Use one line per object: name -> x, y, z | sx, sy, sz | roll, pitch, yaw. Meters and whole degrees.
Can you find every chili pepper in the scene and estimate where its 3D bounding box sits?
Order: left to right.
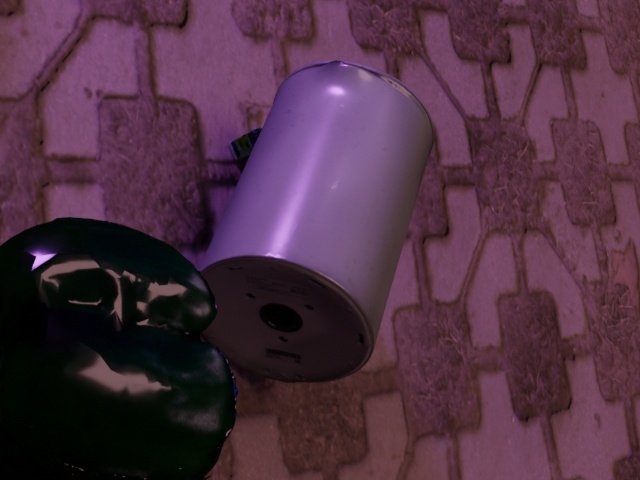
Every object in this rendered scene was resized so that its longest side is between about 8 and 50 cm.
chili pepper -> -0.216, 0.121, 1.693 | 0.256, 0.233, 0.248 | 12, 45, -44

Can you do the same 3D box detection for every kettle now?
kettle -> 0.011, -0.005, 2.094 | 0.265, 0.205, 0.318 | 50, 40, -33

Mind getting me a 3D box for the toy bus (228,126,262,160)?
toy bus -> -0.070, -0.117, 2.221 | 0.083, 0.037, 0.031 | -24, 91, -59
